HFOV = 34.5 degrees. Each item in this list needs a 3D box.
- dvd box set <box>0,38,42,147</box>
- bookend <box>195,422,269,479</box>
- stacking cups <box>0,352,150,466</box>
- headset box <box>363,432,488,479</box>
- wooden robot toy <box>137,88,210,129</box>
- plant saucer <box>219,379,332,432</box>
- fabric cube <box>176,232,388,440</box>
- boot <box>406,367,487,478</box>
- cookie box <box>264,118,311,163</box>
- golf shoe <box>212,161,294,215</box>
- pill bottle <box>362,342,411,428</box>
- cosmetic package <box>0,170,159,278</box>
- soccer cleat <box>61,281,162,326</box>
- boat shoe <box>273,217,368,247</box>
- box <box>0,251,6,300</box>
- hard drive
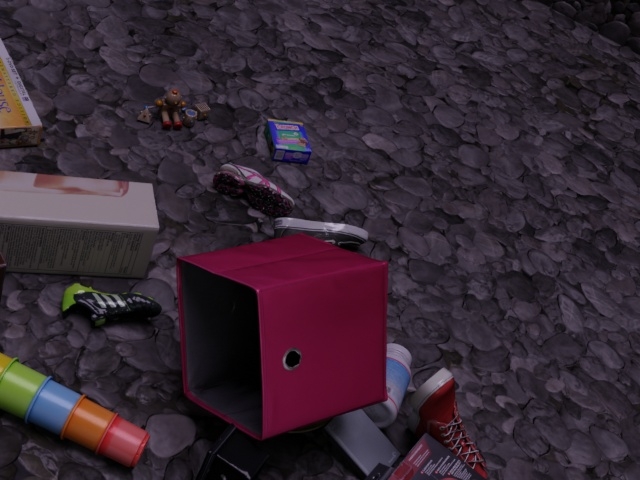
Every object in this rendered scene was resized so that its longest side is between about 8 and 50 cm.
[{"bbox_3d":[-0.817,-0.296,2.094,0.420,0.062,0.307,-8,50,-32],"label":"dvd box set"},{"bbox_3d":[-0.115,0.396,1.622,0.157,0.156,0.072,33,41,9],"label":"bookend"},{"bbox_3d":[-0.427,0.269,1.653,0.316,0.096,0.096,26,40,2],"label":"stacking cups"},{"bbox_3d":[0.199,0.479,1.721,0.293,0.110,0.218,36,42,13],"label":"headset box"},{"bbox_3d":[-0.325,-0.302,2.327,0.173,0.079,0.076,-2,47,-27],"label":"wooden robot toy"},{"bbox_3d":[-0.076,0.259,1.880,0.241,0.037,0.241,13,42,-12],"label":"plant saucer"},{"bbox_3d":[-0.062,0.150,1.713,0.258,0.254,0.259,-10,17,-35],"label":"fabric cube"},{"bbox_3d":[0.237,0.333,1.802,0.088,0.244,0.176,-33,64,-17],"label":"boot"},{"bbox_3d":[-0.077,-0.232,2.402,0.092,0.040,0.107,4,44,-22],"label":"cookie box"},{"bbox_3d":[-0.135,-0.119,2.232,0.186,0.067,0.086,27,39,3],"label":"golf shoe"},{"bbox_3d":[0.120,0.268,1.926,0.087,0.087,0.160,27,40,3],"label":"pill bottle"},{"bbox_3d":[-0.464,-0.028,1.911,0.296,0.153,0.129,5,45,-23],"label":"cosmetic package"},{"bbox_3d":[-0.379,0.126,1.866,0.179,0.060,0.072,10,52,-7],"label":"soccer cleat"},{"bbox_3d":[0.000,0.000,2.176,0.219,0.078,0.070,6,78,-25],"label":"boat shoe"},{"bbox_3d":[-0.631,0.062,1.691,0.167,0.203,0.168,-12,52,-34],"label":"box"},{"bbox_3d":[0.072,0.359,1.828,0.135,0.022,0.094,49,43,1],"label":"hard drive"}]
